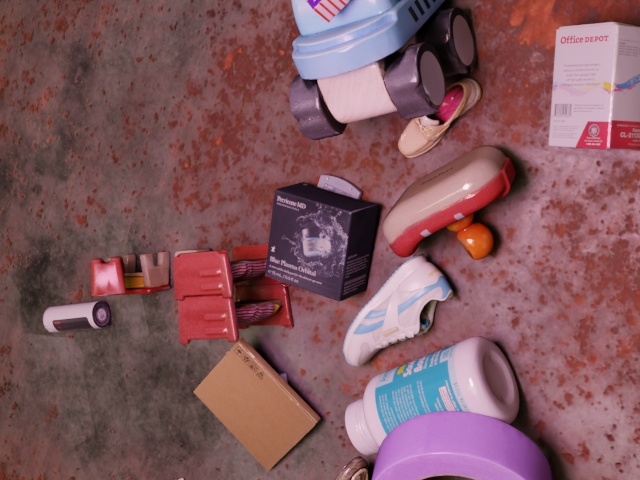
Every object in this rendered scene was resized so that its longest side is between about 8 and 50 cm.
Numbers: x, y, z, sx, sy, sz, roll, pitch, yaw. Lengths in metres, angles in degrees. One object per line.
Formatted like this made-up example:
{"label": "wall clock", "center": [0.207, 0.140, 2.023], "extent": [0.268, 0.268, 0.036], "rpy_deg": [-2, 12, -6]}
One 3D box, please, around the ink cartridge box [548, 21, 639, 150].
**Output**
{"label": "ink cartridge box", "center": [0.401, -0.219, 1.561], "extent": [0.127, 0.072, 0.175], "rpy_deg": [14, 102, 60]}

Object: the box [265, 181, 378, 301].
{"label": "box", "center": [0.000, 0.000, 1.824], "extent": [0.156, 0.093, 0.158], "rpy_deg": [17, 109, 29]}

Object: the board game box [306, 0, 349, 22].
{"label": "board game box", "center": [0.007, -0.426, 1.553], "extent": [0.147, 0.045, 0.193], "rpy_deg": [-44, 54, 13]}

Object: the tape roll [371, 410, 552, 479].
{"label": "tape roll", "center": [0.213, 0.388, 1.656], "extent": [0.274, 0.090, 0.275], "rpy_deg": [7, 127, 10]}

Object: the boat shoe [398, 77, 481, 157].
{"label": "boat shoe", "center": [0.179, -0.197, 1.731], "extent": [0.170, 0.059, 0.063], "rpy_deg": [-45, 71, 25]}

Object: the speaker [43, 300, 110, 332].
{"label": "speaker", "center": [-0.485, 0.152, 2.158], "extent": [0.136, 0.055, 0.055], "rpy_deg": [-7, 90, 31]}

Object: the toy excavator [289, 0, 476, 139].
{"label": "toy excavator", "center": [0.069, -0.440, 1.665], "extent": [0.222, 0.433, 0.445], "rpy_deg": [-8, 117, 31]}

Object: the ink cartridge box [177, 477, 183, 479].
{"label": "ink cartridge box", "center": [-0.286, 0.600, 2.087], "extent": [0.189, 0.066, 0.232], "rpy_deg": [-30, 57, 29]}

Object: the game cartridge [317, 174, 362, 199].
{"label": "game cartridge", "center": [0.031, -0.079, 1.855], "extent": [0.083, 0.017, 0.056], "rpy_deg": [27, 110, 26]}

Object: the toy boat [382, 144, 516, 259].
{"label": "toy boat", "center": [0.213, -0.034, 1.689], "extent": [0.231, 0.151, 0.151], "rpy_deg": [-28, 102, 30]}

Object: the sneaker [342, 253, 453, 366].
{"label": "sneaker", "center": [0.121, 0.132, 1.776], "extent": [0.092, 0.087, 0.229], "rpy_deg": [46, 116, 19]}

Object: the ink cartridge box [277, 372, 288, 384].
{"label": "ink cartridge box", "center": [-0.099, 0.265, 1.949], "extent": [0.083, 0.028, 0.048], "rpy_deg": [-7, 92, 31]}

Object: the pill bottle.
{"label": "pill bottle", "center": [0.169, 0.259, 1.720], "extent": [0.264, 0.146, 0.146], "rpy_deg": [-26, 80, 29]}

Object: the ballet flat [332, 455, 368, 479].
{"label": "ballet flat", "center": [0.039, 0.480, 1.850], "extent": [0.058, 0.084, 0.250], "rpy_deg": [36, 116, 41]}

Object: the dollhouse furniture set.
{"label": "dollhouse furniture set", "center": [-0.255, 0.096, 1.930], "extent": [0.374, 0.201, 0.152], "rpy_deg": [-4, 91, 30]}

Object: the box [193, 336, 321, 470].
{"label": "box", "center": [-0.116, 0.293, 1.934], "extent": [0.201, 0.021, 0.164], "rpy_deg": [45, 124, 6]}
